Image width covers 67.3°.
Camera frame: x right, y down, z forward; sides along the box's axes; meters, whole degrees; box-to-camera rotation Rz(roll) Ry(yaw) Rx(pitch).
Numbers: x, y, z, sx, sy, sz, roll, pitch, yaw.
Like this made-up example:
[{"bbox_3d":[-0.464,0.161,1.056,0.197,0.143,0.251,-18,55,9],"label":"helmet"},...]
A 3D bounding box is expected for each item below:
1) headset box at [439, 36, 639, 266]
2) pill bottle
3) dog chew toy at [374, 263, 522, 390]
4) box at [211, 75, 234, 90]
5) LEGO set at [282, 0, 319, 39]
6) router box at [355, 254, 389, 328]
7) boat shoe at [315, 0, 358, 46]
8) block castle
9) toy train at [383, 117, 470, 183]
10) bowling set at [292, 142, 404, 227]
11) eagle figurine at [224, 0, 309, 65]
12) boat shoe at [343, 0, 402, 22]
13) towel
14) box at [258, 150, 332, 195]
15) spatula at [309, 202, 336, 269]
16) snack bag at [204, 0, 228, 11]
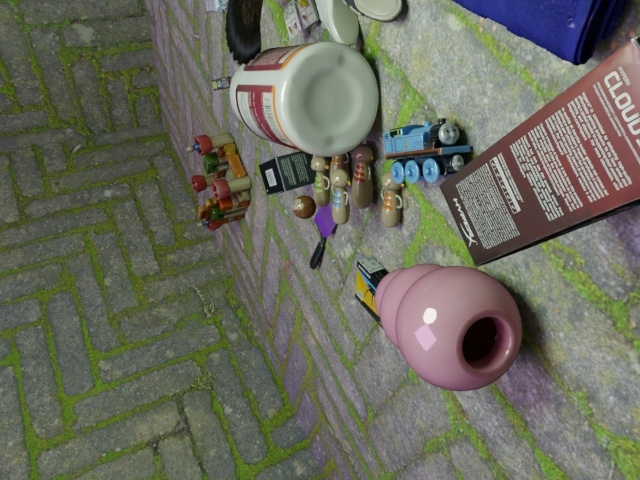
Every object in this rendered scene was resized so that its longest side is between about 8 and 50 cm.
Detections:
[{"bbox_3d":[0.292,-0.089,0.460,0.110,0.218,0.293,68,158,10],"label":"headset box"},{"bbox_3d":[-0.061,-0.326,1.099,0.392,0.224,0.224,33,136,57],"label":"pill bottle"},{"bbox_3d":[0.203,0.134,0.878,0.332,0.207,0.206,-157,52,-71],"label":"dog chew toy"},{"bbox_3d":[-0.282,-0.531,1.604,0.207,0.114,0.036,27,130,60],"label":"box"},{"bbox_3d":[-0.041,-0.616,1.100,0.182,0.060,0.244,-7,101,55],"label":"LEGO set"},{"bbox_3d":[0.152,0.141,1.186,0.179,0.046,0.133,47,148,45],"label":"router box"},{"bbox_3d":[0.023,-0.471,0.989,0.063,0.066,0.184,-31,78,59],"label":"boat shoe"},{"bbox_3d":[-0.477,-0.244,2.146,0.302,0.213,0.453,67,157,12],"label":"block castle"},{"bbox_3d":[0.183,-0.156,0.853,0.184,0.080,0.105,-168,68,-65],"label":"toy train"},{"bbox_3d":[0.038,-0.128,1.068,0.287,0.200,0.154,40,140,47],"label":"bowling set"},{"bbox_3d":[-0.124,-0.544,0.987,0.298,0.226,0.225,-31,97,31],"label":"eagle figurine"},{"bbox_3d":[0.089,-0.455,0.895,0.206,0.075,0.065,50,-167,32],"label":"boat shoe"},{"bbox_3d":[0.226,-0.370,0.555,0.308,0.076,0.227,52,164,36],"label":"towel"},{"bbox_3d":[-0.062,-0.188,1.289,0.156,0.158,0.093,3,110,66],"label":"box"},{"bbox_3d":[0.000,0.000,1.455,0.084,0.030,0.296,56,153,28],"label":"spatula"},{"bbox_3d":[-0.349,-0.920,1.571,0.342,0.037,0.322,41,142,52],"label":"snack bag"}]
